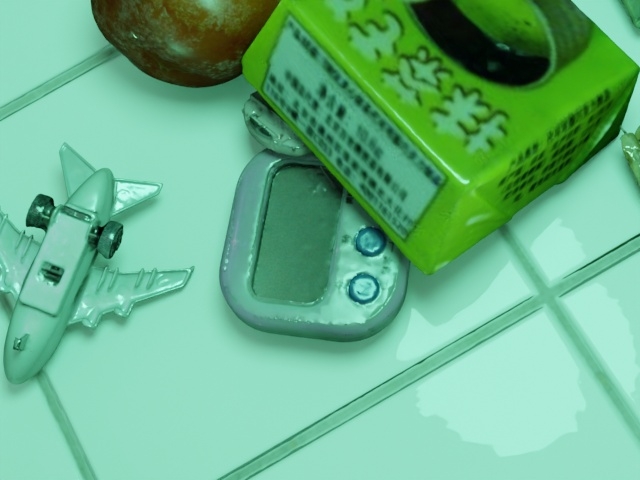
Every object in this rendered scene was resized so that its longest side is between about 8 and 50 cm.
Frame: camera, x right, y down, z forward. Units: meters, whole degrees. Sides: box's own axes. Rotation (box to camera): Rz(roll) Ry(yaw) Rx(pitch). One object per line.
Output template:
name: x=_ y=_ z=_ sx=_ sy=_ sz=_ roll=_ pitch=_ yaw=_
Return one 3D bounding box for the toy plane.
toy plane: x=-0.271 y=0.028 z=1.135 sx=0.251 sy=0.101 sz=0.255 roll=22 pitch=77 yaw=2

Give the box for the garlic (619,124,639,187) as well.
garlic: x=0.362 y=-0.081 z=1.100 sx=0.094 sy=0.074 sz=0.113 roll=-19 pitch=64 yaw=22

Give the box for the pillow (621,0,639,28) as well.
pillow: x=0.431 y=-0.369 z=1.178 sx=0.303 sy=0.075 sz=0.184 roll=-27 pitch=73 yaw=0

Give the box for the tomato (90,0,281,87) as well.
tomato: x=-0.136 y=-0.278 z=1.146 sx=0.232 sy=0.189 sz=0.231 roll=-28 pitch=52 yaw=42

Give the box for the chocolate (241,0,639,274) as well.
chocolate: x=0.125 y=-0.168 z=1.082 sx=0.289 sy=0.137 sz=0.301 roll=-34 pitch=72 yaw=-25

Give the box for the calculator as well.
calculator: x=0.001 y=-0.148 z=1.156 sx=0.175 sy=0.032 sz=0.100 roll=-30 pitch=54 yaw=-26

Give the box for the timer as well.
timer: x=0.000 y=0.000 z=1.121 sx=0.191 sy=0.069 sz=0.208 roll=7 pitch=70 yaw=10
